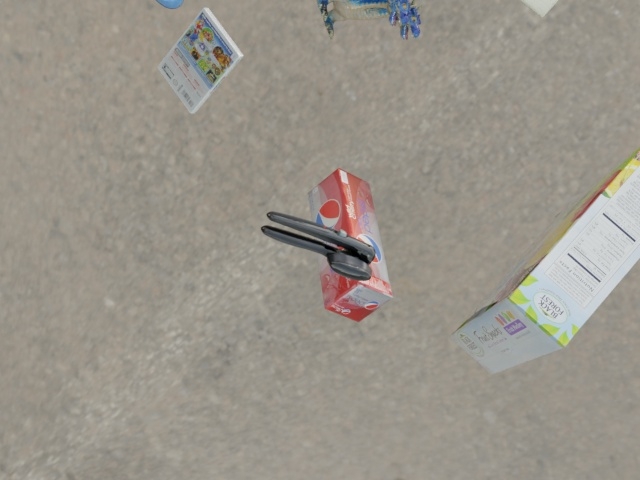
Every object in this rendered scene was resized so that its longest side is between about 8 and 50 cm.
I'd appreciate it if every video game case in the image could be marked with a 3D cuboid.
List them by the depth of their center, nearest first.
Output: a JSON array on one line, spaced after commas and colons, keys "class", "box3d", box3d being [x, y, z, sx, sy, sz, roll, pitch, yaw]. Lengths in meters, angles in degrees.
[{"class": "video game case", "box3d": [-0.167, -0.246, 1.376, 0.087, 0.122, 0.011, 54, 34, 10]}]

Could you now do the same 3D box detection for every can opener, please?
[{"class": "can opener", "box3d": [0.000, 0.000, 1.522, 0.186, 0.073, 0.059, 26, 102, -11]}]

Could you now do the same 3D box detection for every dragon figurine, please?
[{"class": "dragon figurine", "box3d": [0.057, -0.393, 1.491, 0.144, 0.085, 0.289, -19, 56, 4]}]

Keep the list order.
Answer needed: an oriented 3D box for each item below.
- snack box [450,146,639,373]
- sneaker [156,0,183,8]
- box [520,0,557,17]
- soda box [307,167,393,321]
[{"class": "snack box", "box3d": [0.123, 0.016, 0.515, 0.037, 0.141, 0.100, 43, 79, 6]}, {"class": "sneaker", "box3d": [-0.292, -0.507, 1.766, 0.069, 0.082, 0.209, -26, 115, -15]}, {"class": "box", "box3d": [0.290, -0.495, 1.658, 0.275, 0.094, 0.113, 31, 25, -23]}, {"class": "soda box", "box3d": [0.048, 0.006, 1.760, 0.083, 0.092, 0.263, 25, 41, -36]}]
